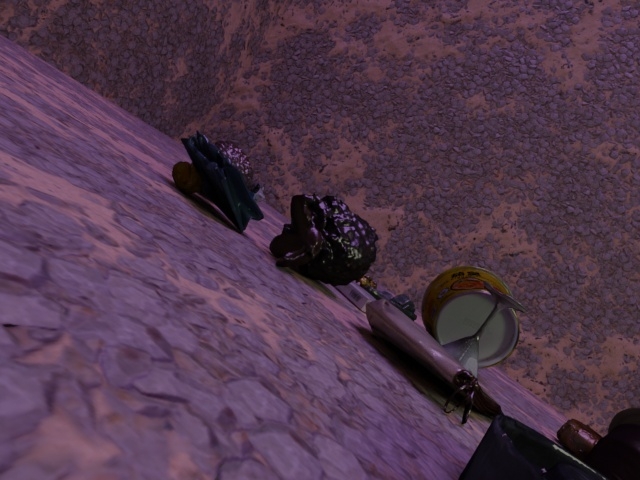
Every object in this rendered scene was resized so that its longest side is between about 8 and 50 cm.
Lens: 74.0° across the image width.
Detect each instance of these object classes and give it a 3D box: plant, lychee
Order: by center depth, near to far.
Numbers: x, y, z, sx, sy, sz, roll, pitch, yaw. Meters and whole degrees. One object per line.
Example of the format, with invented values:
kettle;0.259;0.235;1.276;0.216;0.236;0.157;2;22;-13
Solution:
plant;0.000;0.000;0.946;0.234;0.204;0.178;20;-30;-28
lychee;-0.274;-0.194;1.146;0.197;0.165;0.165;47;2;-2

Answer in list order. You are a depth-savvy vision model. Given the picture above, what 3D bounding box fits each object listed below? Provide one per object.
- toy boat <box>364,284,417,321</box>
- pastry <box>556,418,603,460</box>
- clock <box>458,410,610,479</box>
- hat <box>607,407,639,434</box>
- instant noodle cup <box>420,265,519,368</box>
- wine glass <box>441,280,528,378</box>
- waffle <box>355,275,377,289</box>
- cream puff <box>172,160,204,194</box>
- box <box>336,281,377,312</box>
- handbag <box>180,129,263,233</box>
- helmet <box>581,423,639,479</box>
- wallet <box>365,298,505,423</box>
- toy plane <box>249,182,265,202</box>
toy boat;0.215;0.187;1.299;0.261;0.085;0.078;33;4;-42
pastry;0.705;0.540;1.120;0.153;0.081;0.153;38;5;-4
clock;0.272;0.279;0.288;0.386;0.076;0.386;35;2;-1
hat;0.848;0.532;1.033;0.110;0.251;0.252;-3;11;-11
instant noodle cup;0.497;0.260;1.398;0.326;0.325;0.254;35;12;7
wine glass;0.377;0.224;1.018;0.156;0.232;0.156;35;3;-2
waffle;0.095;0.111;1.577;0.262;0.060;0.280;32;-1;30
cream puff;-0.297;-0.139;0.941;0.083;0.058;0.083;45;-12;14
box;0.097;0.142;1.100;0.084;0.040;0.154;30;4;-36
handbag;-0.222;-0.138;0.944;0.229;0.062;0.179;41;-23;41
helmet;0.712;0.500;0.891;0.305;0.177;0.225;32;1;-28
wallet;0.204;0.221;0.772;0.275;0.068;0.335;42;0;42
toy plane;-0.280;-0.171;1.397;0.273;0.107;0.182;27;2;-44
